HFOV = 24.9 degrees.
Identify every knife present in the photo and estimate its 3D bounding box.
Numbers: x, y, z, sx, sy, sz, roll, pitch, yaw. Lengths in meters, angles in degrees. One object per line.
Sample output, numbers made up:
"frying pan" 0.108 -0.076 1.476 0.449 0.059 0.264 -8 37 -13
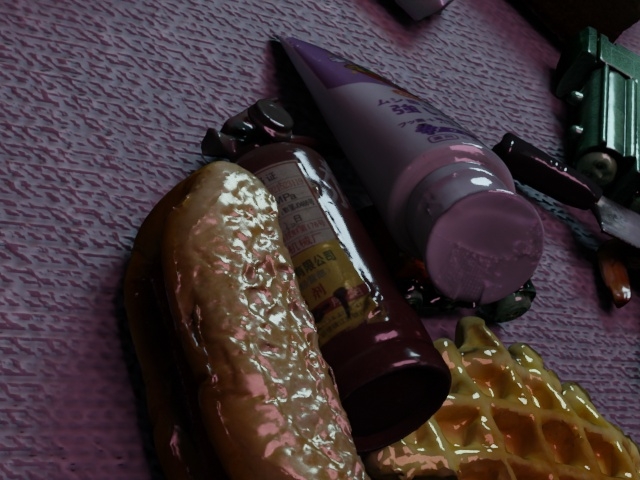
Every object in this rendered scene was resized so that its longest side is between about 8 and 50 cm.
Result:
"knife" 0.225 -0.011 1.063 0.230 0.028 0.060 26 28 -15

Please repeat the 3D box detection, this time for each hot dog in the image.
"hot dog" -0.045 0.069 0.709 0.073 0.084 0.242 5 54 -38

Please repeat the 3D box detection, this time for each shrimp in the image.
"shrimp" 0.244 0.039 1.050 0.095 0.045 0.162 41 31 -7

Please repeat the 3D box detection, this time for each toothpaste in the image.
"toothpaste" 0.050 -0.058 0.867 0.114 0.073 0.299 22 18 -23

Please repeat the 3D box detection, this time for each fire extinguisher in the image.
"fire extinguisher" -0.007 0.004 0.813 0.106 0.075 0.252 36 19 -51

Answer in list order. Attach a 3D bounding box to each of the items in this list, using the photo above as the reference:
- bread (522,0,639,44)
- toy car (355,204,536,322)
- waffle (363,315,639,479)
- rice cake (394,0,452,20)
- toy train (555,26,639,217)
"bread" 0.273 -0.315 1.350 0.165 0.113 0.416 45 38 -2
"toy car" 0.079 0.012 0.906 0.143 0.054 0.073 4 55 -42
"waffle" 0.133 0.164 0.823 0.261 0.056 0.250 43 37 -2
"rice cake" 0.019 -0.251 1.097 0.222 0.042 0.080 43 32 -6
"toy train" 0.238 -0.087 1.148 0.111 0.071 0.170 26 42 -12
